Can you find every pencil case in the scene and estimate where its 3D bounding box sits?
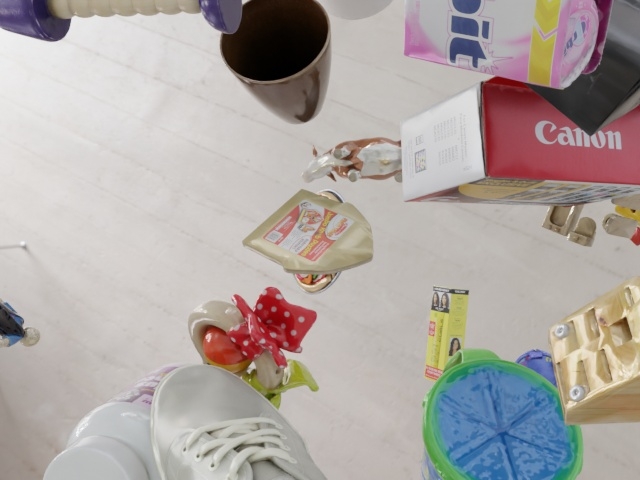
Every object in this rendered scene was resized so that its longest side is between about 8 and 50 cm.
[{"bbox_3d":[0.567,0.374,1.823,0.119,0.306,0.133,0,66,19],"label":"pencil case"}]

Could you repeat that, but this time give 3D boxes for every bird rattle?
[{"bbox_3d":[-0.110,0.161,0.992,0.207,0.143,0.253,18,144,28],"label":"bird rattle"}]

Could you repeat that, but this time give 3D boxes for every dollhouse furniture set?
[{"bbox_3d":[0.447,-0.065,1.183,0.151,0.123,0.144,29,106,41],"label":"dollhouse furniture set"}]

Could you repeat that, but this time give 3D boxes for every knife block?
[{"bbox_3d":[0.368,0.093,0.575,0.242,0.088,0.276,26,133,-22],"label":"knife block"}]

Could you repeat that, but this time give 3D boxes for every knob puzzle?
[{"bbox_3d":[0.000,0.000,1.152,0.213,0.213,0.030,22,136,23],"label":"knob puzzle"}]

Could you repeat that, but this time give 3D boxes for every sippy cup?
[{"bbox_3d":[0.255,0.340,1.088,0.240,0.305,0.224,26,141,17],"label":"sippy cup"}]

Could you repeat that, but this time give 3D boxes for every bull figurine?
[{"bbox_3d":[0.106,-0.181,1.604,0.310,0.188,0.101,-7,103,2],"label":"bull figurine"}]

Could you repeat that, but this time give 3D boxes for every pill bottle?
[{"bbox_3d":[-0.243,0.286,0.969,0.169,0.301,0.169,1,97,11],"label":"pill bottle"}]

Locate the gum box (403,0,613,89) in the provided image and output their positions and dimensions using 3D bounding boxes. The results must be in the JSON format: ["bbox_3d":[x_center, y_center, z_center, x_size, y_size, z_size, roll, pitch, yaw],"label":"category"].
[{"bbox_3d":[0.109,-0.183,0.394,0.107,0.062,0.188,24,132,35],"label":"gum box"}]

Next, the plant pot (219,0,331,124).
[{"bbox_3d":[-0.066,-0.339,1.413,0.215,0.230,0.215,-4,66,9],"label":"plant pot"}]

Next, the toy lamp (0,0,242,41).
[{"bbox_3d":[-0.223,-0.252,0.747,0.275,0.080,0.080,5,96,14],"label":"toy lamp"}]

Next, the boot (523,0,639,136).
[{"bbox_3d":[0.216,-0.334,0.771,0.445,0.367,0.146,38,147,19],"label":"boot"}]

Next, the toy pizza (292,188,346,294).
[{"bbox_3d":[-0.010,0.000,1.306,0.201,0.032,0.201,-24,60,52],"label":"toy pizza"}]

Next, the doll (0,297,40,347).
[{"bbox_3d":[-0.565,0.137,1.227,0.046,0.189,0.129,-33,47,0],"label":"doll"}]

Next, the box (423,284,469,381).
[{"bbox_3d":[0.307,0.229,1.707,0.087,0.058,0.232,-174,89,-65],"label":"box"}]

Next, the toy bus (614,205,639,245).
[{"bbox_3d":[0.724,-0.093,1.594,0.202,0.104,0.190,-29,70,54],"label":"toy bus"}]

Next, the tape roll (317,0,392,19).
[{"bbox_3d":[0.074,-0.672,1.667,0.246,0.169,0.246,0,89,10],"label":"tape roll"}]

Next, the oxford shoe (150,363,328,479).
[{"bbox_3d":[-0.071,0.246,0.726,0.449,0.169,0.130,-135,37,-55],"label":"oxford shoe"}]

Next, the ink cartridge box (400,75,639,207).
[{"bbox_3d":[0.311,-0.128,0.970,0.272,0.310,0.130,166,103,-67],"label":"ink cartridge box"}]
